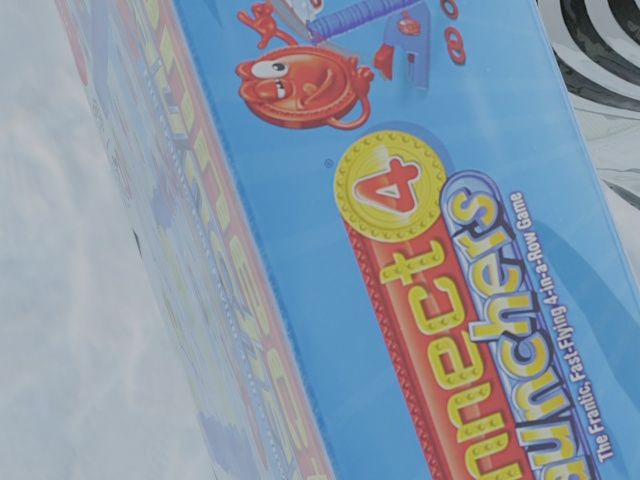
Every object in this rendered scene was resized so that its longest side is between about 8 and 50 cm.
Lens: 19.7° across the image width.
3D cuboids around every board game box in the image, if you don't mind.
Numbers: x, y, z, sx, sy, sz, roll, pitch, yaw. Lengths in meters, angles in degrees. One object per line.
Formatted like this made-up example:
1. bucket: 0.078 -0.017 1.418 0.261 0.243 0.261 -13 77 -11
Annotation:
1. board game box: 0.000 0.000 0.577 0.086 0.302 0.308 -18 85 -10

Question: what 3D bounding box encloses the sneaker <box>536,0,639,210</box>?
1. sneaker: 0.255 -0.091 0.909 0.447 0.257 0.169 -4 91 -44
